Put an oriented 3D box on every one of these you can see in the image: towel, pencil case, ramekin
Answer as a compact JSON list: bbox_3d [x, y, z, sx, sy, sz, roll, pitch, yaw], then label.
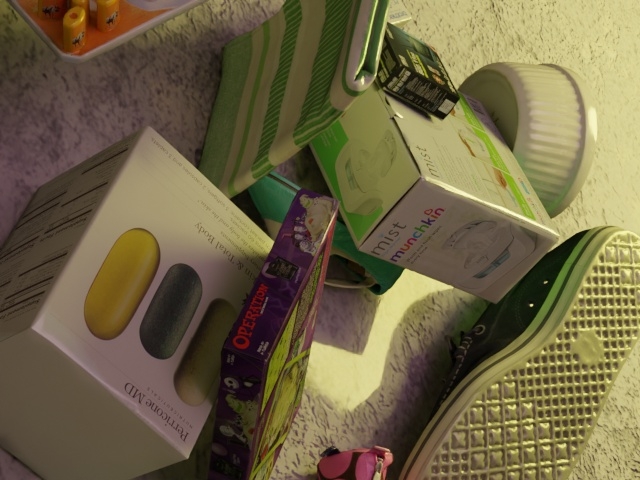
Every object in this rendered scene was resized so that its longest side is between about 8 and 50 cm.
[{"bbox_3d":[-0.030,-0.186,1.801,0.038,0.325,0.247,27,55,-25],"label":"towel"},{"bbox_3d":[0.045,0.328,1.808,0.095,0.098,0.209,12,65,-40],"label":"pencil case"},{"bbox_3d":[0.243,-0.130,2.131,0.109,0.207,0.207,9,66,-32],"label":"ramekin"}]

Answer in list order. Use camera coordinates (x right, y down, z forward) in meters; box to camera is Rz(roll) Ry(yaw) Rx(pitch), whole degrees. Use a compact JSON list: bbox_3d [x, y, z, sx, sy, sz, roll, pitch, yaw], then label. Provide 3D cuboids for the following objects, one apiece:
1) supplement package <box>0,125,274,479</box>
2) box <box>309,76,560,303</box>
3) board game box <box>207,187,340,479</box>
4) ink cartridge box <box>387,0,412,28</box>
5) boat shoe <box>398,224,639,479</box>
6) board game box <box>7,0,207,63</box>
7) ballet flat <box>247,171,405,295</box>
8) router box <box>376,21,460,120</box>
[{"bbox_3d":[-0.203,0.072,1.612,0.199,0.198,0.262,43,48,-22],"label":"supplement package"},{"bbox_3d":[0.122,-0.083,1.971,0.231,0.127,0.262,20,32,-37],"label":"box"},{"bbox_3d":[-0.053,0.135,1.655,0.056,0.346,0.208,22,51,10],"label":"board game box"},{"bbox_3d":[0.010,-0.240,2.026,0.207,0.097,0.046,-23,78,-46],"label":"ink cartridge box"},{"bbox_3d":[0.235,0.175,2.025,0.187,0.156,0.500,52,56,-20],"label":"boat shoe"},{"bbox_3d":[-0.206,-0.395,1.715,0.390,0.050,0.390,-32,66,-26],"label":"board game box"},{"bbox_3d":[0.000,0.000,1.927,0.247,0.083,0.087,28,83,-32],"label":"ballet flat"},{"bbox_3d":[0.102,-0.201,1.948,0.092,0.038,0.122,24,26,-29],"label":"router box"}]
